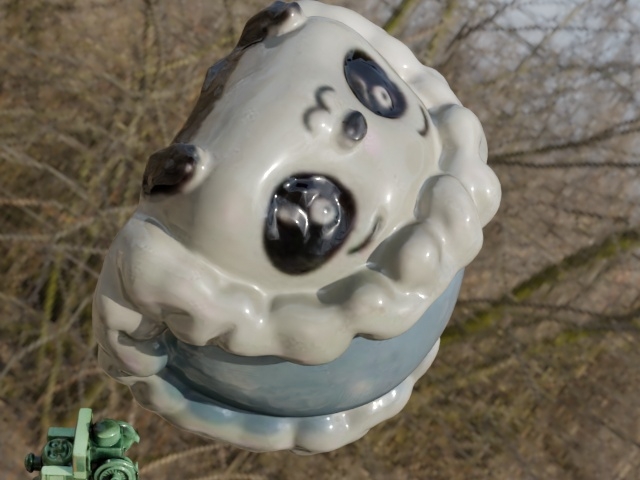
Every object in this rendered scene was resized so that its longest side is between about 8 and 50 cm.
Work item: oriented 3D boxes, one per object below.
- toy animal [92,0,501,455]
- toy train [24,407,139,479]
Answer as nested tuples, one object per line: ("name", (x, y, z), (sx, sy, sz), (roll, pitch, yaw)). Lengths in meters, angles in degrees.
("toy animal", (0.000, 0.000, 0.574), (0.156, 0.208, 0.204), (25, -32, 6))
("toy train", (-0.109, 0.114, 0.526), (0.053, 0.083, 0.033), (2, 37, -6))
